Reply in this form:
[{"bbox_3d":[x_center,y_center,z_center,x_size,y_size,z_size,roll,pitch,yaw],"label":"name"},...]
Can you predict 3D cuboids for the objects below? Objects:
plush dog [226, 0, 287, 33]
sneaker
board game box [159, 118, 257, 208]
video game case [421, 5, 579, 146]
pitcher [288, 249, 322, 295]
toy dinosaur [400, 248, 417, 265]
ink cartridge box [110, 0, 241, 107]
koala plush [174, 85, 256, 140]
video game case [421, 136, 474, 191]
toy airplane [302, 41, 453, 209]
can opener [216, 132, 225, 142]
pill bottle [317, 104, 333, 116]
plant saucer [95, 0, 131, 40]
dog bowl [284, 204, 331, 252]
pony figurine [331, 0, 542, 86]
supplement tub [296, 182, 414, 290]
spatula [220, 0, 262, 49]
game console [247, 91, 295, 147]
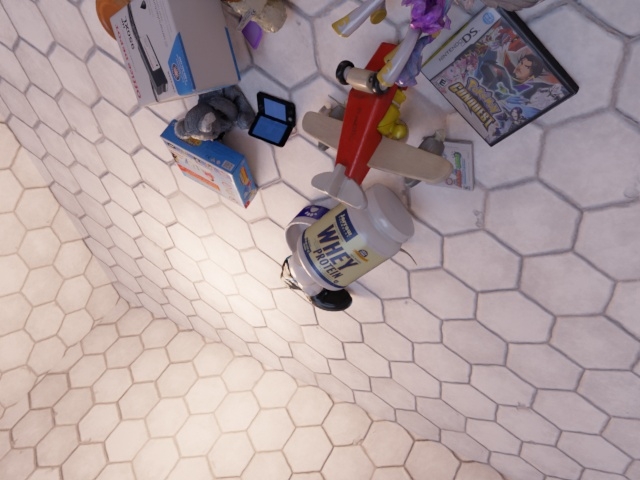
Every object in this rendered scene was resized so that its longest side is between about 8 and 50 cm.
[{"bbox_3d":[-0.208,-0.675,1.286,0.225,0.210,0.262,52,151,27],"label":"plush dog"},{"bbox_3d":[-0.021,0.181,2.123,0.340,0.125,0.140,25,138,14],"label":"sneaker"},{"bbox_3d":[-0.403,-0.275,1.886,0.308,0.086,0.302,29,164,11],"label":"board game box"},{"bbox_3d":[0.405,-0.379,1.185,0.275,0.035,0.248,44,145,-9],"label":"video game case"},{"bbox_3d":[-0.067,0.096,1.901,0.177,0.125,0.207,41,160,23],"label":"pitcher"},{"bbox_3d":[0.239,0.017,1.777,0.211,0.064,0.112,12,156,46],"label":"toy dinosaur"},{"bbox_3d":[-0.434,-0.564,1.491,0.394,0.166,0.286,7,117,50],"label":"ink cartridge box"},{"bbox_3d":[-0.366,-0.410,1.668,0.196,0.221,0.203,3,132,40],"label":"koala plush"},{"bbox_3d":[0.358,-0.214,1.429,0.143,0.019,0.157,14,139,31],"label":"video game case"},{"bbox_3d":[0.138,-0.263,1.350,0.384,0.272,0.386,-30,75,40],"label":"toy airplane"},{"bbox_3d":[-0.402,-0.372,1.901,0.059,0.073,0.186,6,157,-24],"label":"can opener"},{"bbox_3d":[0.032,-0.365,1.523,0.083,0.043,0.043,42,145,-6],"label":"pill bottle"},{"bbox_3d":[-0.690,-0.752,1.727,0.199,0.037,0.200,23,142,19],"label":"plant saucer"},{"bbox_3d":[0.000,0.000,1.914,0.264,0.104,0.265,24,143,20],"label":"dog bowl"},{"bbox_3d":[0.213,-0.500,1.020,0.351,0.302,0.363,56,135,23],"label":"pony figurine"},{"bbox_3d":[0.110,-0.010,1.621,0.324,0.235,0.235,-36,104,29],"label":"supplement tub"},{"bbox_3d":[-0.275,-0.677,1.452,0.296,0.030,0.084,42,144,-5],"label":"spatula"},{"bbox_3d":[-0.160,-0.388,1.631,0.144,0.085,0.124,24,143,18],"label":"game console"}]
